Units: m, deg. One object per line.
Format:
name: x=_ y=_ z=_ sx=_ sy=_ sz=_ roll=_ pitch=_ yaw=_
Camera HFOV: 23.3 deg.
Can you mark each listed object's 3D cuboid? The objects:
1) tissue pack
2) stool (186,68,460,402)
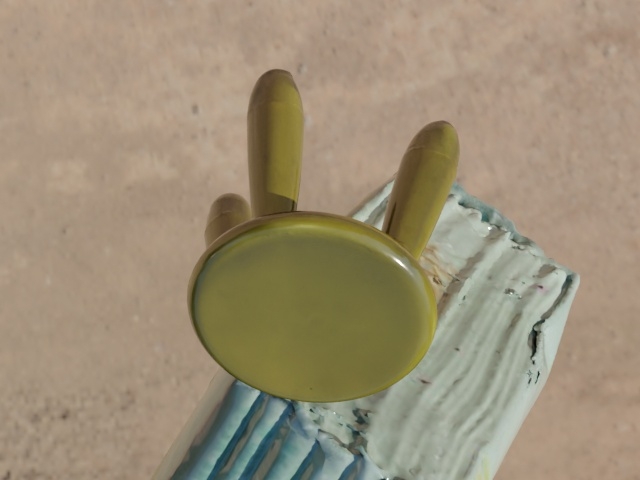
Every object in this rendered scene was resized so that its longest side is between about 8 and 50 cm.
tissue pack: x=-0.024 y=0.175 z=0.947 sx=0.162 sy=0.287 sz=0.388 roll=34 pitch=122 yaw=4
stool: x=0.000 y=0.000 z=0.718 sx=0.135 sy=0.110 sz=0.134 roll=-18 pitch=125 yaw=22
